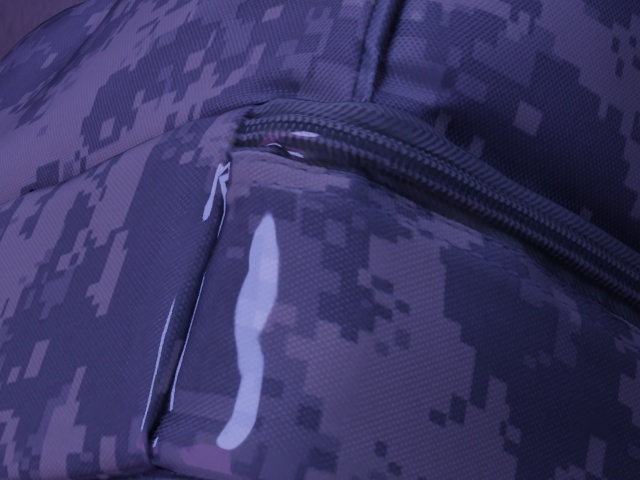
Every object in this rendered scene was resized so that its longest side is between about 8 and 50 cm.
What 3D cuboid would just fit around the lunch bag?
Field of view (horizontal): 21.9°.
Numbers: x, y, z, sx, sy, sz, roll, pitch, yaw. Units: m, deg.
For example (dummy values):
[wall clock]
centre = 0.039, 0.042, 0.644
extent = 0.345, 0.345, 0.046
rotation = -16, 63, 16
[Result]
[lunch bag]
centre = 0.000, 0.000, 0.516
extent = 0.305, 0.213, 0.256
rotation = -15, 56, 52
